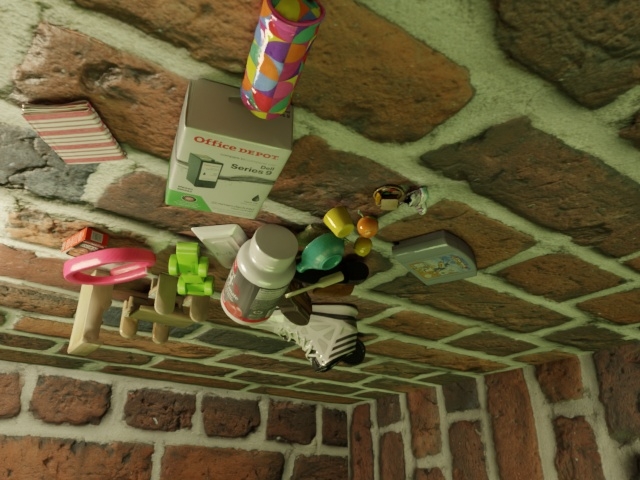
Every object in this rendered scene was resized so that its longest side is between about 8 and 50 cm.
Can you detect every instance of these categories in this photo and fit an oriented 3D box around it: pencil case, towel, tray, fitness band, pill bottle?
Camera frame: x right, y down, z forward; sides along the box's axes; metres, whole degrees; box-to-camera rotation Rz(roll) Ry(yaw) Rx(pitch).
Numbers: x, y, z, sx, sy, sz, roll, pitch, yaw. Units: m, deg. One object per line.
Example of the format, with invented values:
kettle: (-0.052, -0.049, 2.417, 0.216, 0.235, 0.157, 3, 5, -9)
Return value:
pencil case: (-0.069, -0.307, 0.877, 0.104, 0.104, 0.236, 9, 154, -16)
towel: (0.000, 0.000, 1.545, 0.148, 0.027, 0.110, 22, 141, -33)
towel: (-0.513, -0.225, 1.118, 0.144, 0.029, 0.197, -2, 156, 4)
tray: (-0.279, 0.028, 1.613, 0.145, 0.030, 0.270, -4, 153, 10)
fitness band: (-0.655, 0.084, 1.647, 0.291, 0.054, 0.209, -15, 163, 19)
pill bottle: (-0.176, 0.101, 1.565, 0.176, 0.176, 0.318, 10, 137, -19)

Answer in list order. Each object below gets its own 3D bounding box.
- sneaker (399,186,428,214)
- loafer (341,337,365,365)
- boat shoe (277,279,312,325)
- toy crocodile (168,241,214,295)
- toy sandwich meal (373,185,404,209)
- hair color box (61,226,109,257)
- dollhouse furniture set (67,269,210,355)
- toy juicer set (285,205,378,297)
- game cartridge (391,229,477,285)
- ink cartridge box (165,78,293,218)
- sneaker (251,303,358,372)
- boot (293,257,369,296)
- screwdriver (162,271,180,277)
sneaker: (0.236, -0.096, 1.347, 0.069, 0.038, 0.098, -12, 143, -1)
loafer: (0.045, 0.468, 2.411, 0.366, 0.134, 0.130, 26, 168, -24)
boat shoe: (-0.119, 0.168, 1.815, 0.110, 0.104, 0.307, -2, 138, 25)
toy crocodile: (-0.404, 0.093, 1.682, 0.115, 0.105, 0.340, 2, 149, -2)
toy sandwich meal: (0.173, -0.107, 1.341, 0.085, 0.029, 0.085, 0, 153, 0)
hair color box: (-0.698, 0.010, 1.564, 0.141, 0.043, 0.072, -20, 148, 36)
dollhouse furniture set: (-0.649, 0.291, 1.885, 0.394, 0.256, 0.362, 20, 148, -33)
toy juicer set: (0.038, 0.029, 1.499, 0.209, 0.089, 0.329, -3, 140, -41)
game cartridge: (0.374, 0.061, 1.654, 0.198, 0.062, 0.297, -12, 151, 31)
ink cartridge box: (-0.198, -0.176, 1.103, 0.211, 0.121, 0.289, 9, 151, -19)
sneaker: (-0.073, 0.381, 2.060, 0.447, 0.257, 0.169, 0, 153, 0)
boot: (0.008, 0.128, 1.768, 0.264, 0.096, 0.280, -4, 164, -12)
screwdriver: (-0.468, 0.132, 1.839, 0.170, 0.024, 0.025, 26, 114, -30)
